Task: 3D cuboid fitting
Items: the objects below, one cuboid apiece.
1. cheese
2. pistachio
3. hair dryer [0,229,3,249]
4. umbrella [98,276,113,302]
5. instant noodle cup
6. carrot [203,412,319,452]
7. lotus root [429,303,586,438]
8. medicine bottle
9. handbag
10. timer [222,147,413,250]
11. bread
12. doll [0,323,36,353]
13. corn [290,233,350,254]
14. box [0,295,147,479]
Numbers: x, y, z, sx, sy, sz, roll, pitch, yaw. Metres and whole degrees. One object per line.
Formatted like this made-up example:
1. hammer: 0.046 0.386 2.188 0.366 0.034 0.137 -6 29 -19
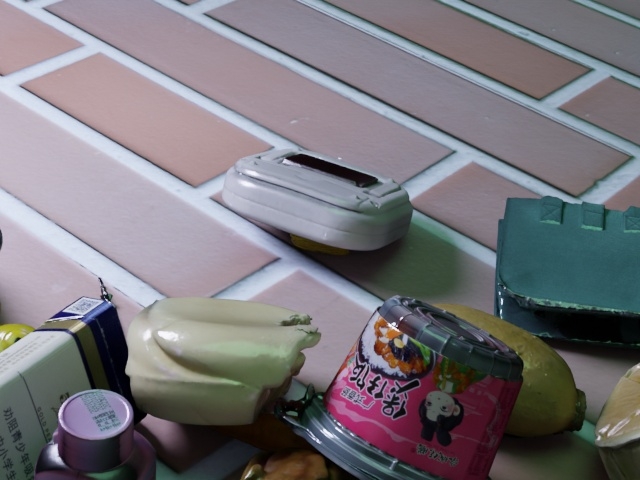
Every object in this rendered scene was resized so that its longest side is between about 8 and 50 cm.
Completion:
1. cheese: -0.111 0.143 1.638 0.233 0.127 0.266 3 8 6
2. pistachio: -0.009 0.296 1.506 0.210 0.130 0.165 0 53 -37
3. hair dryer: -0.569 0.077 1.708 0.361 0.121 0.301 -42 18 -24
4. umbrella: -0.284 0.096 1.834 0.022 0.022 0.149 -28 41 -2
5. instant noodle cup: 0.120 0.177 1.556 0.302 0.182 0.258 22 8 -21
6. carrot: -0.069 0.228 1.652 0.256 0.061 0.061 15 36 16
7. lotus root: 0.194 0.162 1.721 0.303 0.131 0.146 18 36 17
8. medicine bottle: -0.244 0.257 1.470 0.119 0.188 0.094 15 36 12
9. handbag: 0.384 0.051 1.943 0.268 0.100 0.274 5 34 5
10. timer: -0.002 -0.066 1.996 0.262 0.087 0.237 19 18 19
11. bread: 0.442 0.216 1.631 0.110 0.210 0.192 52 39 -9
12. doll: -0.393 0.149 1.655 0.143 0.135 0.221 -31 81 -44
13. corn: 0.000 0.000 1.999 0.092 0.037 0.037 11 36 7
14. box: -0.319 0.195 1.559 0.071 0.168 0.259 4 28 36
